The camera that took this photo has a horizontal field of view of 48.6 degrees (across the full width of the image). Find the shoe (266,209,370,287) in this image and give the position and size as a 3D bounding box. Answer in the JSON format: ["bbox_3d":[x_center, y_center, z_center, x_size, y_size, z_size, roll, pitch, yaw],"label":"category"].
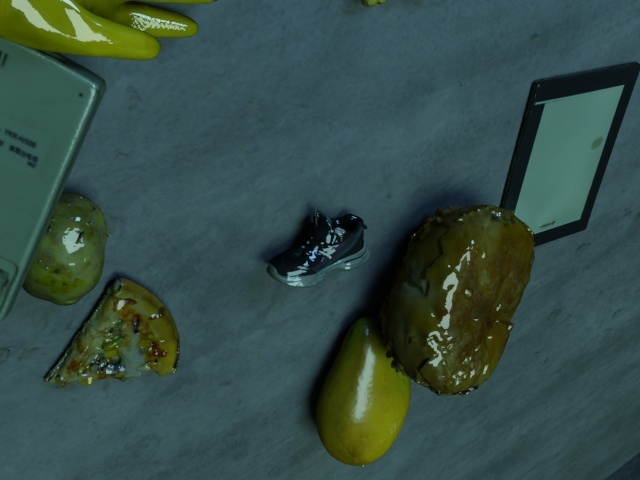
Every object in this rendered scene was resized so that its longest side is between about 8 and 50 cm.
[{"bbox_3d":[0.000,0.000,0.987,0.169,0.071,0.099,-18,128,-32],"label":"shoe"}]

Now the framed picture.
[{"bbox_3d":[0.428,-0.134,1.254,0.265,0.016,0.347,-17,129,-28],"label":"framed picture"}]

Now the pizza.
[{"bbox_3d":[-0.267,0.131,0.898,0.176,0.036,0.185,-23,132,-22],"label":"pizza"}]

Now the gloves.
[{"bbox_3d":[-0.213,-0.241,0.625,0.294,0.116,0.133,-13,135,-38],"label":"gloves"}]

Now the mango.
[{"bbox_3d":[0.074,0.266,1.215,0.176,0.119,0.317,-10,118,-29],"label":"mango"}]

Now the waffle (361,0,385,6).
[{"bbox_3d":[0.118,-0.402,0.787,0.291,0.051,0.291,-19,131,-23],"label":"waffle"}]

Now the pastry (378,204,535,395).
[{"bbox_3d":[0.211,0.086,1.135,0.255,0.162,0.311,22,87,-46],"label":"pastry"}]

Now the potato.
[{"bbox_3d":[-0.281,0.014,0.773,0.091,0.070,0.138,9,114,-21],"label":"potato"}]

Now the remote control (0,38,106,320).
[{"bbox_3d":[-0.316,-0.055,0.691,0.123,0.038,0.285,24,109,-12],"label":"remote control"}]
